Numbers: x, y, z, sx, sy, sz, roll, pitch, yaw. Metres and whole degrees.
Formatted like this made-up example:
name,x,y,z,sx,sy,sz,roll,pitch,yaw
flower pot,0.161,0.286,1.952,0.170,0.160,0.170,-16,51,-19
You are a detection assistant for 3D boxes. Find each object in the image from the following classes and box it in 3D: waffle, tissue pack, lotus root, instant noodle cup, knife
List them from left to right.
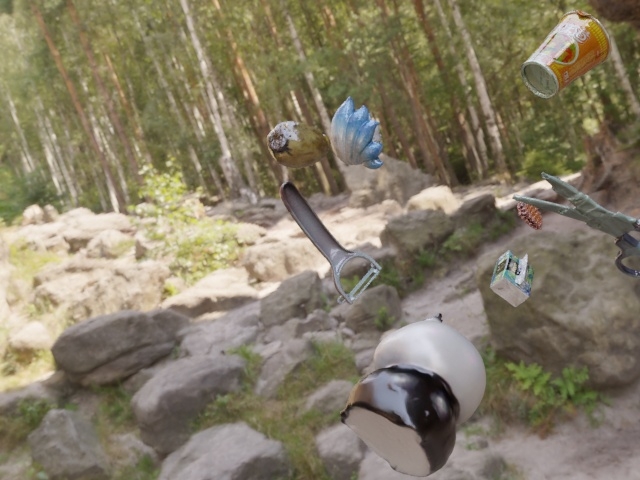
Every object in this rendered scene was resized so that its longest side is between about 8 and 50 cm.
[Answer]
name,x,y,z,sx,sy,sz,roll,pitch,yaw
lotus root,-0.049,-0.258,1.731,0.214,0.138,0.138,-7,-8,-44
knife,-0.001,0.000,1.285,0.123,0.278,0.053,-49,18,-27
tissue pack,0.469,0.085,1.536,0.079,0.085,0.111,-50,4,41
waffle,0.514,-0.063,1.563,0.083,0.075,0.029,27,-45,-29
instant noodle cup,0.619,-0.467,1.642,0.185,0.168,0.168,-42,8,-12

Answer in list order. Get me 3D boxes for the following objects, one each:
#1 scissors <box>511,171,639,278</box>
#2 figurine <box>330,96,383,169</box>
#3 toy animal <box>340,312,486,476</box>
name,x,y,z,sx,sy,sz,roll,pitch,yaw
scissors,0.585,-0.037,1.308,0.256,0.383,0.029,120,170,-59
figurine,0.052,-0.160,0.929,0.079,0.114,0.114,-15,2,-13
toy animal,0.162,0.239,1.026,0.235,0.187,0.165,-49,4,-39
